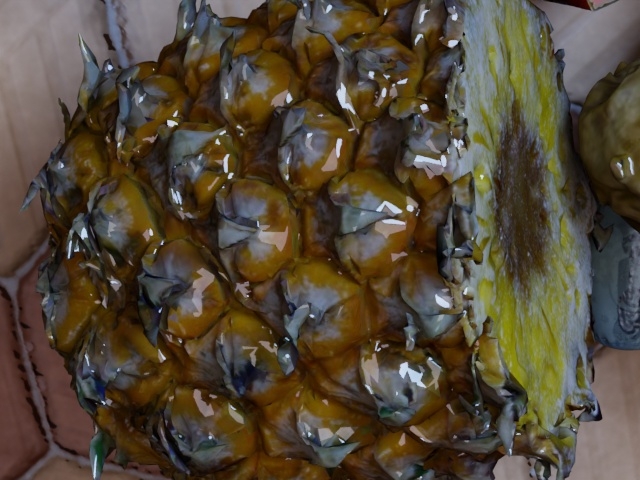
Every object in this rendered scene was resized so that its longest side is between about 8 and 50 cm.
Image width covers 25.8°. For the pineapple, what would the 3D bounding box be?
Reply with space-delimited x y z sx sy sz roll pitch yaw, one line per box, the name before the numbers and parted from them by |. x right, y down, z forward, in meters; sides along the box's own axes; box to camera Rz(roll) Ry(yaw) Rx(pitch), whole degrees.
pineapple | 0.000 0.003 0.822 0.300 0.352 0.352 -14 103 19

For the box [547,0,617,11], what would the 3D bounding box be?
box | 0.155 -0.207 0.886 0.048 0.175 0.112 -25 103 3

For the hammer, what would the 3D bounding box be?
hammer | 0.158 0.014 0.993 0.194 0.069 0.116 5 101 2

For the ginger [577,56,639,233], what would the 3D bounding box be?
ginger | 0.330 -0.070 0.887 0.274 0.152 0.357 44 52 2
